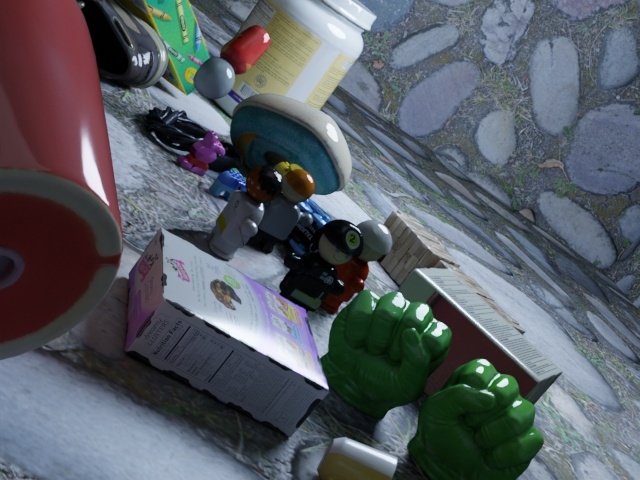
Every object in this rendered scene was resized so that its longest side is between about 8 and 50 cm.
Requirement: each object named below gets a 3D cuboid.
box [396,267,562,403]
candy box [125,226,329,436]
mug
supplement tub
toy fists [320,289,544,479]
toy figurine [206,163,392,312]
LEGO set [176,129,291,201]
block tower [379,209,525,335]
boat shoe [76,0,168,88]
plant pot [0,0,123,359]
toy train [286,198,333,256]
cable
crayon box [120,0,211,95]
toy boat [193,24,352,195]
[{"bbox_3d":[0.203,0.160,1.343,0.232,0.127,0.148,43,16,21],"label":"box"},{"bbox_3d":[-0.099,0.091,0.974,0.196,0.070,0.165,32,16,-21],"label":"candy box"},{"bbox_3d":[0.032,0.222,0.905,0.064,0.062,0.078,30,8,2],"label":"mug"},{"bbox_3d":[-0.061,-0.392,1.989,0.241,0.331,0.241,35,15,-11],"label":"supplement tub"},{"bbox_3d":[0.127,0.173,1.101,0.279,0.142,0.096,41,15,14],"label":"toy fists"},{"bbox_3d":[-0.025,-0.007,1.282,0.209,0.148,0.213,42,16,17],"label":"toy figurine"},{"bbox_3d":[-0.100,-0.101,1.497,0.227,0.093,0.087,24,20,-42],"label":"LEGO set"},{"bbox_3d":[0.208,0.078,1.668,0.091,0.097,0.335,22,20,-45],"label":"block tower"},{"bbox_3d":[-0.412,-0.392,1.587,0.355,0.132,0.130,37,15,4],"label":"boat shoe"},{"bbox_3d":[-0.273,-0.058,0.710,0.275,0.275,0.243,21,31,-47],"label":"plant pot"},{"bbox_3d":[0.000,0.000,1.459,0.184,0.080,0.105,45,11,27],"label":"toy train"},{"bbox_3d":[-0.214,-0.176,1.553,0.150,0.047,0.184,46,18,30],"label":"cable"},{"bbox_3d":[-0.303,-0.410,1.715,0.165,0.081,0.278,39,-17,28],"label":"crayon box"},{"bbox_3d":[-0.097,-0.201,1.608,0.267,0.148,0.318,20,-31,45],"label":"toy boat"}]
